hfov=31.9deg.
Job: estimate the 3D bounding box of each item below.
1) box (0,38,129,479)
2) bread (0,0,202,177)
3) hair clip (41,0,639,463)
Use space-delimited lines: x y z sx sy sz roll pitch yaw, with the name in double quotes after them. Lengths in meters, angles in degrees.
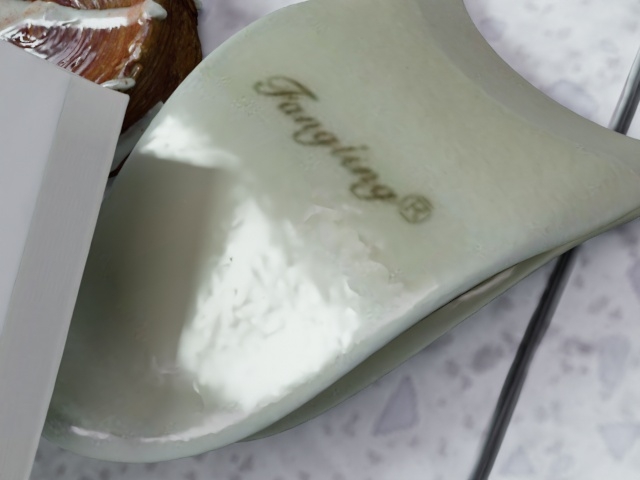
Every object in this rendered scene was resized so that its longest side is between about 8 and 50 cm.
-0.217 0.029 0.472 0.274 0.116 0.203 -4 68 49 "box"
-0.142 -0.106 0.588 0.161 0.073 0.160 -4 74 14 "bread"
0.000 -0.010 0.490 0.282 0.113 0.172 -42 66 -2 "hair clip"
